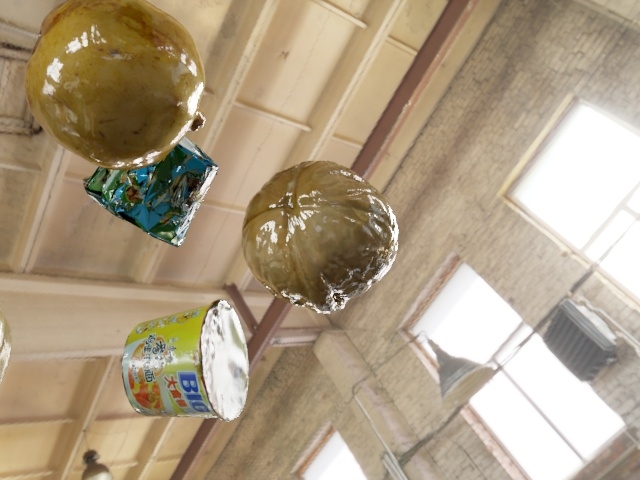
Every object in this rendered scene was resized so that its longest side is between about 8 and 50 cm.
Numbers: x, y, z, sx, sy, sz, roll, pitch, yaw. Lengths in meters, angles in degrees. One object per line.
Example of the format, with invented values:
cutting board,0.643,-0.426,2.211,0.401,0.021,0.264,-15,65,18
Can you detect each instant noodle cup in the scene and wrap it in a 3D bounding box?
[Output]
instant noodle cup,-0.225,0.203,0.905,0.152,0.205,0.205,-7,-37,11
instant noodle cup,-0.325,-0.129,1.083,0.178,0.240,0.240,-53,-39,6

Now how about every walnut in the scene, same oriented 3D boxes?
walnut,0.000,-0.002,0.988,0.277,0.252,0.313,-37,-29,6

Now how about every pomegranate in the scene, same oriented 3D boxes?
pomegranate,-0.299,-0.233,0.820,0.264,0.264,0.264,-22,-40,-20

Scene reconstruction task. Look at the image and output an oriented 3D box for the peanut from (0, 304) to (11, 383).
peanut,-0.367,0.099,0.346,0.324,0.154,0.140,-14,-27,3
